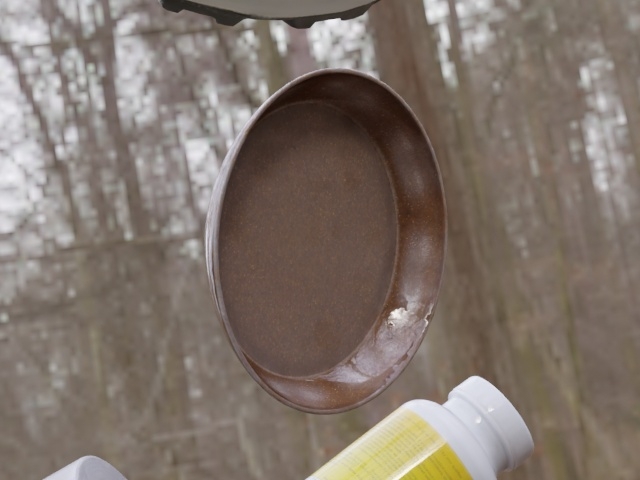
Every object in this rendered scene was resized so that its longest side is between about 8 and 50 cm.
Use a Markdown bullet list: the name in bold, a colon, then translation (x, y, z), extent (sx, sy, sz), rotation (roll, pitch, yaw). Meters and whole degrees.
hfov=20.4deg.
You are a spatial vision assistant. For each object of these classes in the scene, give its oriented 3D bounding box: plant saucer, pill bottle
- **plant saucer**: translation (0.000, 0.000, 0.872), extent (0.029, 0.168, 0.168), rotation (5, -3, 43)
- **pill bottle**: translation (0.064, 0.182, 1.302), extent (0.184, 0.103, 0.103), rotation (-36, -11, -16)

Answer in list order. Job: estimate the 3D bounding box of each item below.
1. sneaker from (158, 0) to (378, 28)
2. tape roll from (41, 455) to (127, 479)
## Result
- **sneaker**: translation (0.047, -0.114, 0.414), extent (0.271, 0.100, 0.108), rotation (-1, -30, -16)
- **tape roll**: translation (-0.079, 0.205, 0.770), extent (0.072, 0.219, 0.219), rotation (-29, -19, 2)
